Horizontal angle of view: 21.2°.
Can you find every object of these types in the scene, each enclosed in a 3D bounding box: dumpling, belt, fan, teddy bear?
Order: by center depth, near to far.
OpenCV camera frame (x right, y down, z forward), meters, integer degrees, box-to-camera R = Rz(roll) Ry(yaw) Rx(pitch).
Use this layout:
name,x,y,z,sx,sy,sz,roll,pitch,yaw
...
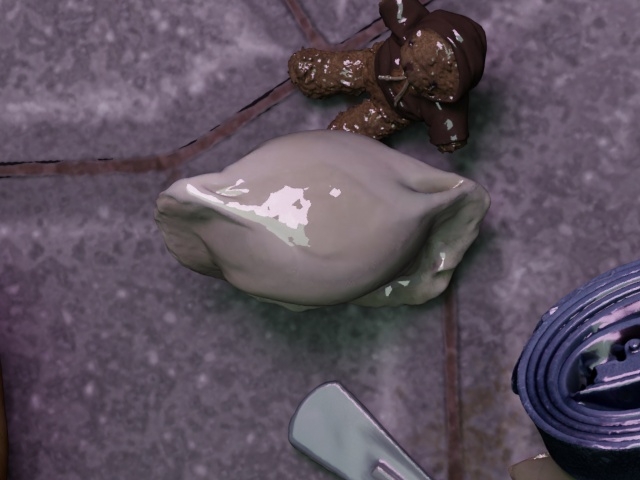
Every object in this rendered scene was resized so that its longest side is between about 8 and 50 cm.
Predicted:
name,x,y,z,sx,sy,sz,roll,pitch,yaw
belt,0.221,0.087,1.113,0.190,0.082,0.141,-21,48,9
dumpling,0.000,0.000,1.178,0.229,0.151,0.124,3,49,-2
fan,0.097,0.196,1.187,0.282,0.023,0.057,36,86,13
teddy bear,0.060,-0.113,1.188,0.160,0.078,0.119,-19,90,48

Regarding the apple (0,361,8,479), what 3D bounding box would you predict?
name,x,y,z,sx,sy,sz,roll,pitch,yaw
apple,-0.351,0.131,1.155,0.277,0.319,0.319,-4,85,10

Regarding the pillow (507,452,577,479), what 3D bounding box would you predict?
name,x,y,z,sx,sy,sz,roll,pitch,yaw
pillow,0.237,0.174,1.133,0.208,0.053,0.119,-20,63,11
